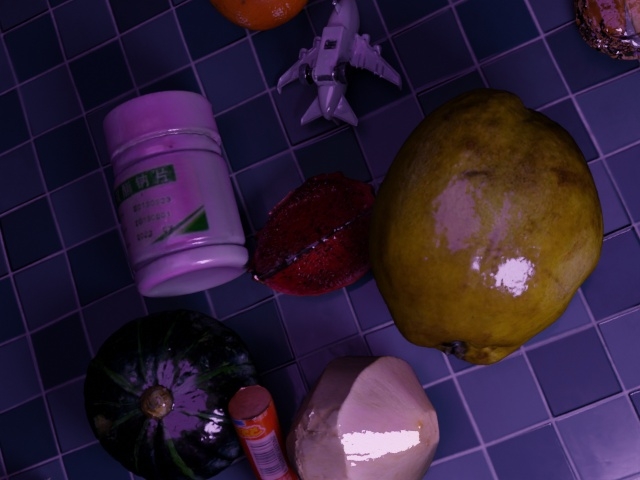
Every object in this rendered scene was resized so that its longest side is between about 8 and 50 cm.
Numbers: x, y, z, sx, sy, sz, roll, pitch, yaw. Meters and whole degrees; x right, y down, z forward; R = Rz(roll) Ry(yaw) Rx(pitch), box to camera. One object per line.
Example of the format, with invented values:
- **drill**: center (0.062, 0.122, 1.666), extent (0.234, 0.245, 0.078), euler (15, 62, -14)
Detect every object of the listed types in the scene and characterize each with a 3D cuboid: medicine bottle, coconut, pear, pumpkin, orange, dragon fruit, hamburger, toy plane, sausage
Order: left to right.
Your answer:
- **pumpkin**: center (-0.254, 0.268, 1.413), extent (0.315, 0.238, 0.315), euler (-2, 78, 9)
- **medicine bottle**: center (-0.261, -0.079, 1.483), extent (0.212, 0.212, 0.326), euler (-17, 78, 11)
- **orange**: center (-0.116, -0.508, 1.537), extent (0.224, 0.170, 0.224), euler (-2, 81, 16)
- **sausage**: center (-0.084, 0.352, 1.360), extent (0.074, 0.274, 0.074), euler (-9, 39, 8)
- **dragon fruit**: center (0.000, 0.000, 1.444), extent (0.261, 0.163, 0.189), euler (-32, 105, 8)
- **toy plane**: center (0.031, -0.334, 1.507), extent (0.251, 0.101, 0.255), euler (4, 82, 27)
- **coconut**: center (0.074, 0.302, 1.310), extent (0.259, 0.259, 0.259), euler (-2, 80, 14)
- **pear**: center (0.250, -0.020, 1.285), extent (0.351, 0.352, 0.414), euler (17, 96, 16)
- **hamburger**: center (0.541, -0.416, 1.392), extent (0.230, 0.107, 0.231), euler (-1, 83, 10)

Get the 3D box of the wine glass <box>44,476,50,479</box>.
- **wine glass**: center (-0.408, 0.563, 1.453), extent (0.321, 0.143, 0.143), euler (31, 89, 17)
